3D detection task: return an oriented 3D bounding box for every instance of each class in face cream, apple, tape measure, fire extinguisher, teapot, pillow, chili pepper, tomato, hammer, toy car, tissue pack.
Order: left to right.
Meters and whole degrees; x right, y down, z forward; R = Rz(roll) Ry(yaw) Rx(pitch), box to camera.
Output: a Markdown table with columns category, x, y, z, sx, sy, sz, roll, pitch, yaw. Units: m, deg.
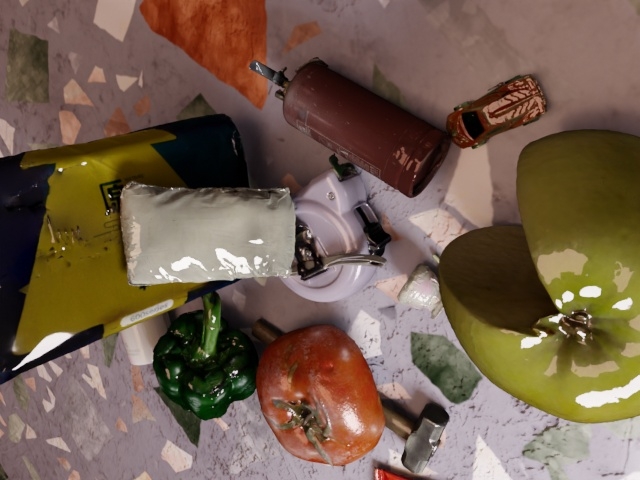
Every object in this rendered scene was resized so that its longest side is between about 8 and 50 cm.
| category | x | y | z | sx | sy | sz | roll | pitch | yaw |
| --- | --- | --- | --- | --- | --- | --- | --- | --- | --- |
| tissue pack | -0.319 | -0.012 | 0.774 | 0.253 | 0.416 | 0.264 | 5 | 110 | 48 |
| face cream | -0.369 | 0.064 | 1.051 | 0.102 | 0.102 | 0.345 | -4 | 105 | 33 |
| chili pepper | -0.202 | 0.199 | 0.941 | 0.174 | 0.165 | 0.261 | 41 | 148 | 27 |
| pillow | -0.138 | -0.009 | 0.707 | 0.051 | 0.229 | 0.128 | 13 | 102 | 63 |
| tomato | -0.013 | 0.251 | 0.857 | 0.236 | 0.095 | 0.237 | 11 | 111 | 31 |
| tape measure | 0.004 | 0.002 | 0.794 | 0.196 | 0.105 | 0.178 | -37 | 86 | 34 |
| hammer | 0.031 | 0.234 | 0.900 | 0.365 | 0.043 | 0.111 | 29 | 121 | 22 |
| fire extinguisher | 0.032 | -0.163 | 0.717 | 0.269 | 0.105 | 0.105 | 35 | 122 | 18 |
| teapot | 0.152 | 0.064 | 0.757 | 0.064 | 0.064 | 0.083 | 33 | 90 | 9 |
| toy car | 0.206 | -0.151 | 0.655 | 0.122 | 0.035 | 0.059 | -22 | 98 | 34 |
| apple | 0.263 | 0.036 | 0.555 | 0.292 | 0.254 | 0.292 | 11 | 116 | 24 |

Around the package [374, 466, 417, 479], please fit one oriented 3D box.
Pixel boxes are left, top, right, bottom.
| category | x | y | z | sx | sy | sz | roll | pitch | yaw |
| --- | --- | --- | --- | --- | --- | --- | --- | --- | --- |
| package | 0.181 | 0.427 | 0.885 | 0.200 | 0.022 | 0.083 | 4 | 110 | 30 |
